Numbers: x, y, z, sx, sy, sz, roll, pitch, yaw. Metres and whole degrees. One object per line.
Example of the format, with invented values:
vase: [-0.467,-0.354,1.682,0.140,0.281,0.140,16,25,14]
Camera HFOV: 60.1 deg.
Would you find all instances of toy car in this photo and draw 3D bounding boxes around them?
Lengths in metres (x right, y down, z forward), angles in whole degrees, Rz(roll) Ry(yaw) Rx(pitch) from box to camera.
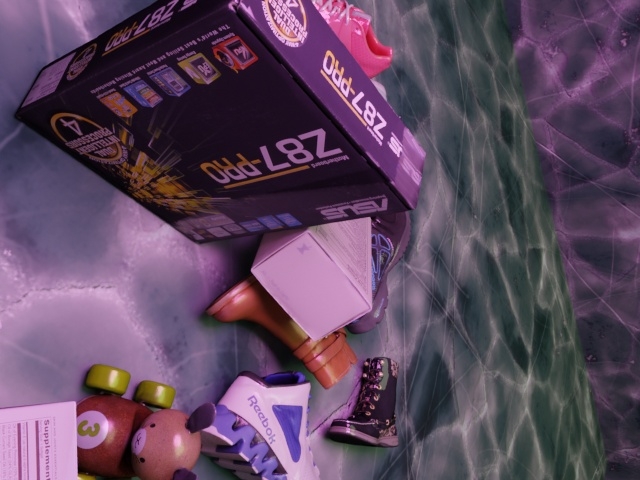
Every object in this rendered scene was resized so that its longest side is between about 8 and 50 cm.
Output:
toy car: [-0.205,0.242,0.662,0.149,0.188,0.155,37,56,-43]

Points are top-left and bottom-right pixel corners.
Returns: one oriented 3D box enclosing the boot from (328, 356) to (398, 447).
boot: [0.094,0.323,1.125,0.236,0.085,0.179,34,56,-52]

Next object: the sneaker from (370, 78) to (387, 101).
sneaker: [0.057,-0.273,1.132,0.255,0.094,0.151,7,64,-41]

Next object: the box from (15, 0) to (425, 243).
box: [-0.121,-0.128,0.669,0.318,0.394,0.097,40,54,-43]

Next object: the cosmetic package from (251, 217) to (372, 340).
cosmetic package: [0.000,0.000,0.919,0.160,0.113,0.309,51,21,-18]

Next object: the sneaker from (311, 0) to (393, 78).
sneaker: [0.034,-0.452,1.128,0.313,0.136,0.116,38,55,-35]

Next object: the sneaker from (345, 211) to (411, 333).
sneaker: [0.094,0.015,1.147,0.139,0.125,0.341,41,51,-35]

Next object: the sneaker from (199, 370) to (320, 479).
sneaker: [-0.055,0.319,0.895,0.316,0.127,0.182,56,47,-28]

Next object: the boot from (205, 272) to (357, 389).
boot: [-0.049,0.151,0.915,0.220,0.109,0.283,63,24,7]

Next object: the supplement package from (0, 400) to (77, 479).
supplement package: [-0.347,0.235,0.398,0.262,0.199,0.198,29,51,-67]
